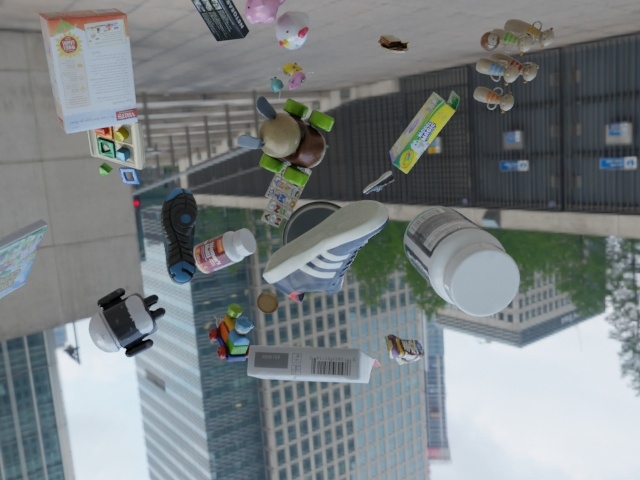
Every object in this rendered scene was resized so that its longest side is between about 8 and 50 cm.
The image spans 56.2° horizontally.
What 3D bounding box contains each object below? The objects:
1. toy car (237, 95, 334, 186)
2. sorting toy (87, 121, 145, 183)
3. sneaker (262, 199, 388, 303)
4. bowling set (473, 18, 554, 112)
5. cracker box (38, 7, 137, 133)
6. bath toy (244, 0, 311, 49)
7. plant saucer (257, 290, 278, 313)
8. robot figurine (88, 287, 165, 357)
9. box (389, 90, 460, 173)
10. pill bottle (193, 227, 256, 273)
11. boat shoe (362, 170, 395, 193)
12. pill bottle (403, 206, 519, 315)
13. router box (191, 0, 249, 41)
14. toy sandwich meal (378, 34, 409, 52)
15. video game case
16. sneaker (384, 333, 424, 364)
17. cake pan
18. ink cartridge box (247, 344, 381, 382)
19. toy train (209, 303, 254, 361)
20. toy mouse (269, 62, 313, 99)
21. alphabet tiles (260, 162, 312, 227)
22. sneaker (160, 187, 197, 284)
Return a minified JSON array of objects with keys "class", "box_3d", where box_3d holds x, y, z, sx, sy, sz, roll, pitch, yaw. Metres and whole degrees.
[{"class":"toy car","box_3d":[-0.089,-0.214,1.200,0.149,0.155,0.188,31,-169,33]},{"class":"sorting toy","box_3d":[-0.681,-0.327,1.973,0.196,0.348,0.047,14,-141,8]},{"class":"sneaker","box_3d":[0.036,0.037,1.368,0.350,0.148,0.131,-29,-156,34]},{"class":"bowling set","box_3d":[0.554,-0.531,1.766,0.154,0.287,0.200,28,-166,26]},{"class":"cracker box","box_3d":[-0.476,-0.352,1.243,0.155,0.232,0.067,-17,-143,-31]},{"class":"bath toy","box_3d":[-0.149,-0.623,1.529,0.151,0.348,0.129,-43,-146,6]},{"class":"plant saucer","box_3d":[-0.195,0.228,2.188,0.083,0.083,0.015,-9,166,-27]},{"class":"robot figurine","box_3d":[-0.725,0.305,2.249,0.278,0.174,0.209,-29,-130,-19]},{"class":"box","box_3d":[0.210,-0.228,1.211,0.043,0.179,0.105,35,-161,-11]},{"class":"pill bottle","box_3d":[-0.361,0.037,2.260,0.221,0.121,0.121,-21,-178,24]},{"class":"boat shoe","box_3d":[0.202,-0.191,2.055,0.125,0.038,0.046,-37,-163,-15]},{"class":"pill bottle","box_3d":[0.359,0.048,1.564,0.204,0.204,0.361,-5,-162,-7]},{"class":"router box","box_3d":[-0.344,-0.774,2.059,0.133,0.179,0.046,7,-123,33]},{"class":"toy sandwich meal","box_3d":[0.198,-0.528,1.606,0.085,0.029,0.085,5,-147,-3]},{"class":"video game case","box_3d":[-0.654,0.066,1.199,0.023,0.193,0.212,38,-149,2]},{"class":"sneaker","box_3d":[0.234,0.294,1.650,0.083,0.070,0.185,-17,156,14]},{"class":"cake pan","box_3d":[0.000,0.000,2.238,0.293,0.293,0.054,-4,-171,4]},{"class":"ink cartridge box","box_3d":[-0.002,0.375,1.740,0.308,0.091,0.385,-2,161,15]},{"class":"toy train","box_3d":[-0.295,0.263,1.942,0.105,0.143,0.248,6,-152,-33]},{"class":"toy mouse","box_3d":[-0.102,-0.478,1.779,0.161,0.031,0.143,8,-122,35]},{"class":"alphabet tiles","box_3d":[-0.125,-0.164,2.075,0.009,0.237,0.198,26,-179,27]},{"class":"sneaker","box_3d":[-0.500,-0.013,2.086,0.125,0.341,0.139,4,167,-20]}]
